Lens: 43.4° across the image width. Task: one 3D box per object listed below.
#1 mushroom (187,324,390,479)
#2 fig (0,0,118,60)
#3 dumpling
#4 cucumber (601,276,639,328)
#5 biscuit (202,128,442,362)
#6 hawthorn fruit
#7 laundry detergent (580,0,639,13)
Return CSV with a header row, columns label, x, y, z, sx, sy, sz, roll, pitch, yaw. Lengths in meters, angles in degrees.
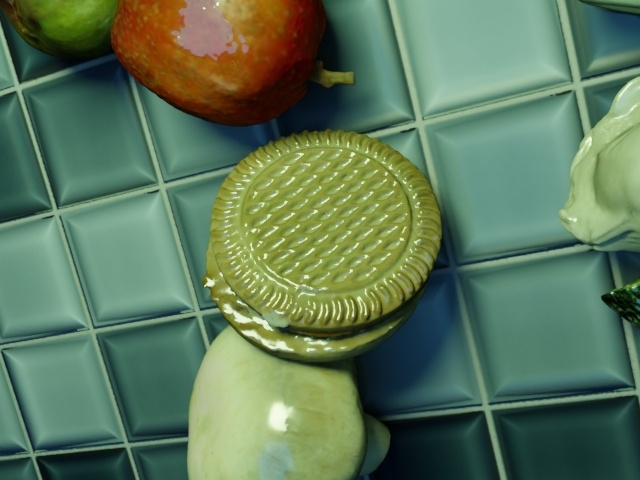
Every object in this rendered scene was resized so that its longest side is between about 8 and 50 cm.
label,x,y,z,sx,sy,sz,roll,pitch,yaw
mushroom,-0.022,0.208,0.896,0.234,0.254,0.260,16,94,-27
fig,-0.270,-0.300,0.883,0.181,0.181,0.191,40,84,7
dumpling,0.343,-0.081,0.733,0.258,0.147,0.193,-13,58,33
cucumber,0.405,0.110,0.789,0.265,0.077,0.077,39,112,6
biscuit,0.000,0.000,0.838,0.259,0.259,0.079,22,152,13
hawthorn fruit,-0.082,-0.213,0.822,0.253,0.205,0.205,26,110,7
laundry detergent,0.371,-0.383,0.656,0.264,0.125,0.397,13,106,17
